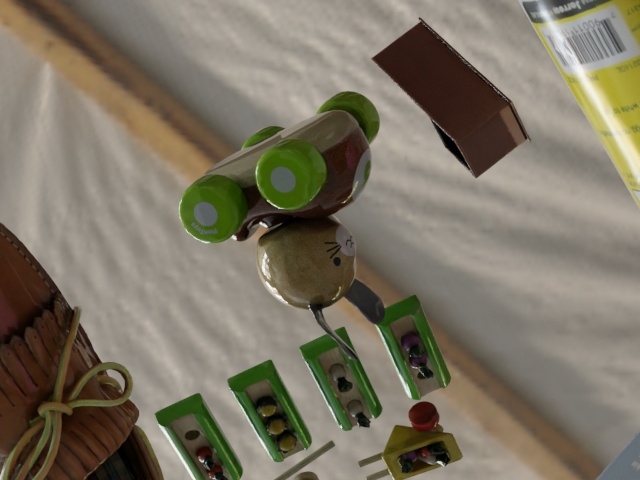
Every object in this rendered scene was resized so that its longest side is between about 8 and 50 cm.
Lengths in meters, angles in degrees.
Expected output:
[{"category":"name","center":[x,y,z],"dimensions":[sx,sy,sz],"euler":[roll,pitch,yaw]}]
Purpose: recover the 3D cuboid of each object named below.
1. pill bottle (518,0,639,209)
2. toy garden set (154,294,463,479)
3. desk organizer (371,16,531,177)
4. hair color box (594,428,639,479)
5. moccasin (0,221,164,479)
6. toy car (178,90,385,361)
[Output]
[{"category":"pill bottle","center":[0.274,-0.086,1.106],"dimensions":[0.188,0.188,0.334],"euler":[-25,-74,27]},{"category":"toy garden set","center":[0.006,0.175,1.521],"dimensions":[0.244,0.049,0.204],"euler":[-25,-45,0]},{"category":"desk organizer","center":[0.095,-0.106,1.289],"dimensions":[0.050,0.130,0.047],"euler":[-37,-44,-3]},{"category":"hair color box","center":[0.165,0.194,0.707],"dimensions":[0.374,0.113,0.185],"euler":[-46,-62,-10]},{"category":"moccasin","center":[-0.185,0.137,1.179],"dimensions":[0.147,0.139,0.380],"euler":[14,-49,46]},{"category":"toy car","center":[0.000,0.000,1.394],"dimensions":[0.149,0.155,0.188],"euler":[-22,-78,28]}]
